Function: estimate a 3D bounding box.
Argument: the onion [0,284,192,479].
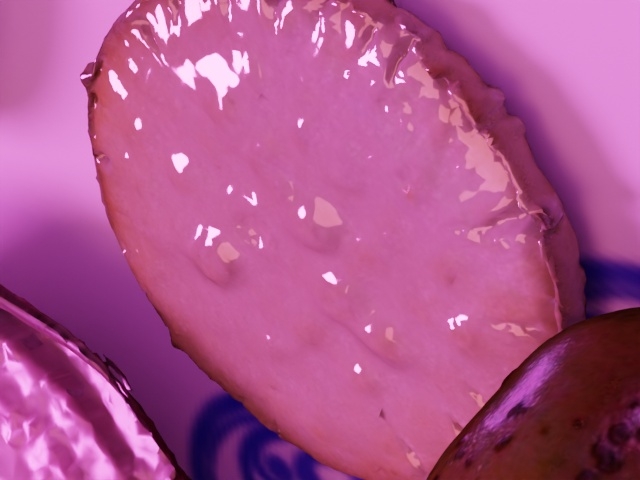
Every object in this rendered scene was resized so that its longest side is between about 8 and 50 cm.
[{"bbox_3d":[-0.104,0.115,0.614,0.247,0.111,0.250,-42,75,29],"label":"onion"}]

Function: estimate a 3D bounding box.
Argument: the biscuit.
[{"bbox_3d":[0.000,0.000,0.479,0.152,0.020,0.152,25,134,30],"label":"biscuit"}]

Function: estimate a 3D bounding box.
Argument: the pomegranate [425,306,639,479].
[{"bbox_3d":[0.070,0.069,0.407,0.114,0.114,0.142,52,167,0],"label":"pomegranate"}]
